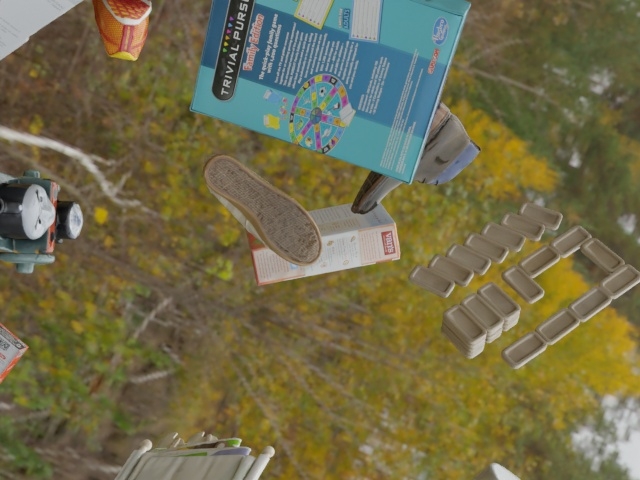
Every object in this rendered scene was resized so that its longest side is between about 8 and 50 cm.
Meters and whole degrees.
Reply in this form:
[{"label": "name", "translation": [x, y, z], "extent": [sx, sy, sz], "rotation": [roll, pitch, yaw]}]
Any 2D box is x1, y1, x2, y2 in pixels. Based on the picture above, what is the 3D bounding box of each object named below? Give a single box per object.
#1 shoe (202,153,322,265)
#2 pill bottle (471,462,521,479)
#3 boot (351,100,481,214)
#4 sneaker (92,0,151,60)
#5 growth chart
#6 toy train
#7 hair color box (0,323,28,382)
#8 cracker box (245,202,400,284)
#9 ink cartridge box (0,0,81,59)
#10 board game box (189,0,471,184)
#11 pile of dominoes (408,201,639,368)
[{"label": "shoe", "translation": [-0.082, -0.047, 1.471], "extent": [0.076, 0.219, 0.058], "rotation": [-49, -161, -8]}, {"label": "pill bottle", "translation": [0.113, 0.388, 1.083], "extent": [0.318, 0.176, 0.176], "rotation": [-47, 178, 8]}, {"label": "boot", "translation": [0.150, -0.103, 1.607], "extent": [0.219, 0.106, 0.082], "rotation": [-49, -166, 8]}, {"label": "sneaker", "translation": [-0.202, -0.238, 1.004], "extent": [0.175, 0.064, 0.067], "rotation": [-102, -153, -47]}, {"label": "growth chart", "translation": [-0.174, 0.303, 1.330], "extent": [0.172, 0.237, 0.021], "rotation": [-49, 126, -51]}, {"label": "toy train", "translation": [-0.485, -0.034, 1.336], "extent": [0.190, 0.334, 0.142], "rotation": [31, 63, -81]}, {"label": "hair color box", "translation": [-0.592, 0.224, 1.832], "extent": [0.141, 0.072, 0.043], "rotation": [-50, 177, 7]}, {"label": "cracker box", "translation": [0.000, 0.000, 1.679], "extent": [0.155, 0.232, 0.067], "rotation": [-113, -168, -72]}, {"label": "ink cartridge box", "translation": [-0.450, -0.330, 1.217], "extent": [0.239, 0.275, 0.060], "rotation": [-25, -132, 29]}, {"label": "board game box", "translation": [0.008, -0.254, 1.436], "extent": [0.079, 0.336, 0.253], "rotation": [-60, 168, -61]}, {"label": "pile of dominoes", "translation": [0.264, 0.058, 1.362], "extent": [0.251, 0.196, 0.040], "rotation": [-30, 146, -23]}]
